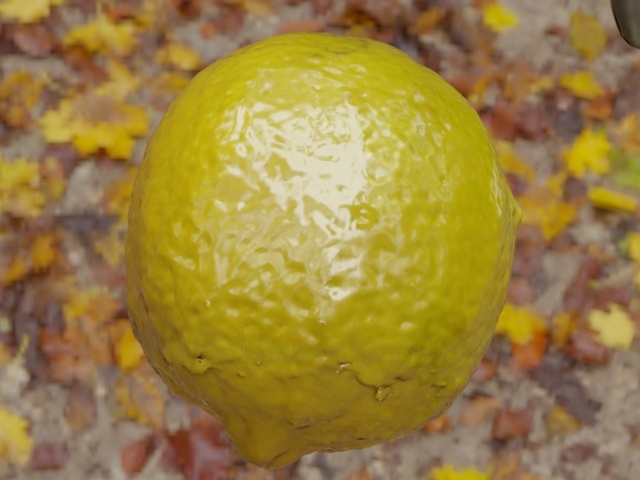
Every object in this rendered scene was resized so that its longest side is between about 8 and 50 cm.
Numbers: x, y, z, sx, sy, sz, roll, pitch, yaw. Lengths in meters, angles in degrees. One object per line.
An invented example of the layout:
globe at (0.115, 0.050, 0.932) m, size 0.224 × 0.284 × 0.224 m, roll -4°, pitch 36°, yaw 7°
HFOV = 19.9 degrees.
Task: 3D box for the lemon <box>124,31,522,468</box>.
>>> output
lemon at (0.000, 0.000, 0.893) m, size 0.192 × 0.192 × 0.231 m, roll 11°, pitch 68°, yaw 4°

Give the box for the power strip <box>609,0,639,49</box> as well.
power strip at (0.191, -0.178, 0.473) m, size 0.257 × 0.251 × 0.092 m, roll -6°, pitch 29°, yaw 9°
